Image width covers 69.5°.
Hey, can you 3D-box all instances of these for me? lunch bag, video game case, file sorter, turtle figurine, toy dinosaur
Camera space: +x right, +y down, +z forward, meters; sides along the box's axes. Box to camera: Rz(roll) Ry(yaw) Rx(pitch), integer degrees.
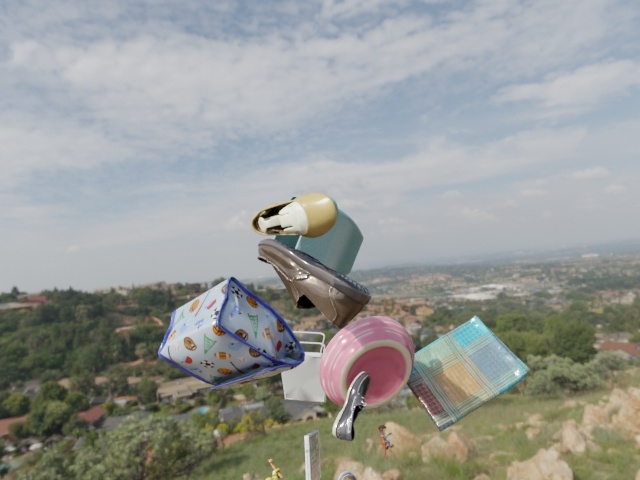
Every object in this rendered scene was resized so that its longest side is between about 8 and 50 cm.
[{"bbox_3d":[-0.287,0.360,1.566,0.327,0.239,0.385,-27,-55,30],"label":"lunch bag"},{"bbox_3d":[-0.027,0.816,1.736,0.022,0.173,0.190,-7,-17,10],"label":"video game case"},{"bbox_3d":[-0.067,0.575,2.125,0.192,0.278,0.173,0,28,9],"label":"file sorter"},{"bbox_3d":[-0.135,0.897,1.587,0.087,0.218,0.269,-34,10,-10],"label":"turtle figurine"},{"bbox_3d":[0.218,0.671,1.563,0.047,0.082,0.090,-26,16,36],"label":"toy dinosaur"}]

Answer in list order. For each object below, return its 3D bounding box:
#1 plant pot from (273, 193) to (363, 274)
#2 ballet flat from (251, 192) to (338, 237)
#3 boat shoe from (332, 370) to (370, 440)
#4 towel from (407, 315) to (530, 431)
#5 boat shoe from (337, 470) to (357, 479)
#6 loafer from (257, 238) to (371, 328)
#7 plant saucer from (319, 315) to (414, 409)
[{"bbox_3d":[0.000,0.000,1.625,0.252,0.247,0.247,23,-5,-25],"label":"plant pot"},{"bbox_3d":[-0.055,-0.035,0.831,0.073,0.080,0.232,-19,6,-31],"label":"ballet flat"},{"bbox_3d":[0.108,0.482,1.341,0.064,0.206,0.075,7,-36,39],"label":"boat shoe"},{"bbox_3d":[0.480,0.440,1.578,0.369,0.271,0.040,-27,-42,-12],"label":"towel"},{"bbox_3d":[0.103,0.699,1.199,0.066,0.183,0.066,-31,-7,-13],"label":"boat shoe"},{"bbox_3d":[-0.047,0.103,1.151,0.365,0.130,0.133,27,1,41],"label":"loafer"},{"bbox_3d":[0.162,0.406,1.465,0.331,0.333,0.084,-4,20,-20],"label":"plant saucer"}]
